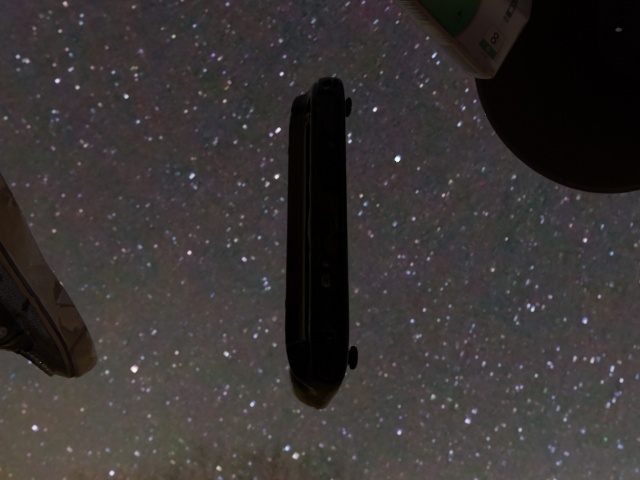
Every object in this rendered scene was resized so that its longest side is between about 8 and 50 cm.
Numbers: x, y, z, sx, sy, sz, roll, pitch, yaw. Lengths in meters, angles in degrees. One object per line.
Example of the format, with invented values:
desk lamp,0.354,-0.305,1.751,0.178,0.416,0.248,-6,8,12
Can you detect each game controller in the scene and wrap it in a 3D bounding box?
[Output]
game controller,0.000,0.000,0.708,0.067,0.319,0.166,0,-25,0

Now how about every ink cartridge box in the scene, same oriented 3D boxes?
ink cartridge box,0.182,-0.323,0.786,0.181,0.224,0.056,32,0,-35

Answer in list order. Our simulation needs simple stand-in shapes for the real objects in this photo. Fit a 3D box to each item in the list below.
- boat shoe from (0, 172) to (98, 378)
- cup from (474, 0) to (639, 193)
boat shoe,-0.320,0.053,0.630,0.127,0.158,0.340,41,-27,30
cup,0.421,-0.265,0.998,0.331,0.237,0.331,31,-39,29
